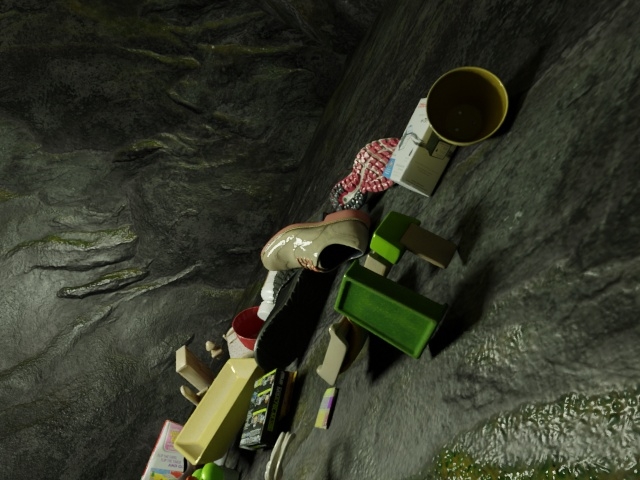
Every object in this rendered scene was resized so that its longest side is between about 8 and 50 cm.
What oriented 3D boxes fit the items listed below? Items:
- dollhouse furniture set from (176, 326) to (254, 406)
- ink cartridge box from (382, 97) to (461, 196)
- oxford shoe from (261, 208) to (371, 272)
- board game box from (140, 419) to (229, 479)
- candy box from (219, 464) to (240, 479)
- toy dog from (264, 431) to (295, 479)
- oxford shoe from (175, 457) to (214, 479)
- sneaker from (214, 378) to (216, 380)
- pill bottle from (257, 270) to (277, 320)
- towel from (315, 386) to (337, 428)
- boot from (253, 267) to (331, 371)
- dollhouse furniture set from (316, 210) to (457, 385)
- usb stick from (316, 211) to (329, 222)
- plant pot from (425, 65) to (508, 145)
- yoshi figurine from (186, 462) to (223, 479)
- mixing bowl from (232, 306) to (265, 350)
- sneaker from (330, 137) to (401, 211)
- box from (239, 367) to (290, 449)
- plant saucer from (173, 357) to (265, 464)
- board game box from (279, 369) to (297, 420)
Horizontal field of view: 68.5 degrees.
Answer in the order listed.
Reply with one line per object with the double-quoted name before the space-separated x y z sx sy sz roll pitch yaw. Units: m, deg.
"dollhouse furniture set" -0.339 0.405 1.741 0.355 0.174 0.303 -36 30 2
"ink cartridge box" 0.223 -0.200 0.995 0.191 0.082 0.139 -65 12 9
"oxford shoe" -0.029 0.028 1.258 0.348 0.123 0.130 -23 42 31
"board game box" -0.464 0.794 1.554 0.064 0.242 0.316 -47 21 55
"candy box" -0.293 0.768 1.285 0.159 0.071 0.233 -61 12 18
"toy dog" -0.054 0.493 0.752 0.334 0.161 0.220 -52 -12 -77
"oxford shoe" -0.380 0.730 1.317 0.097 0.098 0.271 -60 12 21
"sneaker" -0.429 0.675 1.869 0.366 0.137 0.210 -42 23 53
"pill bottle" -0.133 0.169 1.637 0.131 0.131 0.229 -44 24 58
"towel" 0.012 0.348 0.974 0.060 0.009 0.083 -45 23 60
"boot" -0.107 0.220 1.420 0.348 0.131 0.260 -58 17 -18
"dollhouse furniture set" 0.120 0.133 0.823 0.197 0.151 0.301 -49 -20 -44
"usb stick" 0.000 0.000 1.614 0.077 0.045 0.278 -56 16 33
"plant pot" 0.257 -0.226 0.837 0.134 0.134 0.095 -64 -14 3
"yoshi figurine" -0.206 0.661 0.981 0.362 0.203 0.203 -102 9 -49
"mixing bowl" -0.215 0.326 1.661 0.181 0.181 0.098 -88 -3 -61
"sneaker" 0.138 -0.180 1.250 0.112 0.121 0.299 -36 -1 -40
"box" -0.149 0.445 1.234 0.191 0.045 0.184 -47 24 54
"plant saucer" -0.303 0.533 1.475 0.333 0.081 0.332 -57 16 -26
"board game box" -0.139 0.467 1.323 0.259 0.039 0.124 -50 20 41
